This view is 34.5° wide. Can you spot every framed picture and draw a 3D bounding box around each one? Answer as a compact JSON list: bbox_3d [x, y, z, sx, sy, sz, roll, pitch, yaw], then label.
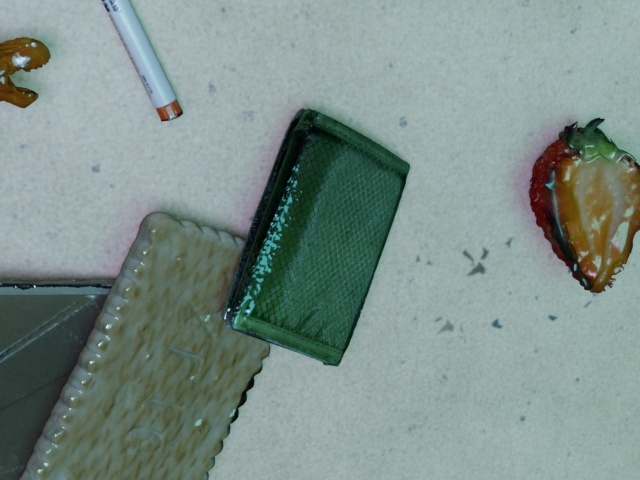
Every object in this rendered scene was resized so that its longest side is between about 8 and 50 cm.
[{"bbox_3d":[-0.322,0.153,0.974,0.335,0.022,0.247,2,106,-40],"label":"framed picture"}]

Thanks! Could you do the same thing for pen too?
[{"bbox_3d":[-0.186,-0.212,0.971,0.026,0.026,0.218,-29,114,-11],"label":"pen"}]

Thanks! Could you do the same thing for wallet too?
[{"bbox_3d":[-0.002,0.000,1.062,0.160,0.055,0.236,25,82,-35],"label":"wallet"}]

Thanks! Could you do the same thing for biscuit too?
[{"bbox_3d":[-0.158,0.140,1.054,0.217,0.044,0.325,22,95,-39],"label":"biscuit"}]

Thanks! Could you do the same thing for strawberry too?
[{"bbox_3d":[0.297,-0.047,1.169,0.140,0.085,0.192,-44,116,-5],"label":"strawberry"}]

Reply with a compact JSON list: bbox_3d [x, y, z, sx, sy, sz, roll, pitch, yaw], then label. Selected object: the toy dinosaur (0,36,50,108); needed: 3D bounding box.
[{"bbox_3d":[-0.434,-0.060,0.883,0.432,0.097,0.208,-14,114,-11],"label":"toy dinosaur"}]
